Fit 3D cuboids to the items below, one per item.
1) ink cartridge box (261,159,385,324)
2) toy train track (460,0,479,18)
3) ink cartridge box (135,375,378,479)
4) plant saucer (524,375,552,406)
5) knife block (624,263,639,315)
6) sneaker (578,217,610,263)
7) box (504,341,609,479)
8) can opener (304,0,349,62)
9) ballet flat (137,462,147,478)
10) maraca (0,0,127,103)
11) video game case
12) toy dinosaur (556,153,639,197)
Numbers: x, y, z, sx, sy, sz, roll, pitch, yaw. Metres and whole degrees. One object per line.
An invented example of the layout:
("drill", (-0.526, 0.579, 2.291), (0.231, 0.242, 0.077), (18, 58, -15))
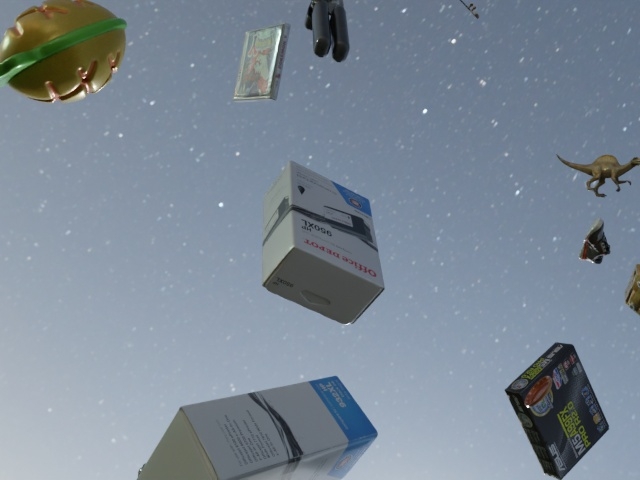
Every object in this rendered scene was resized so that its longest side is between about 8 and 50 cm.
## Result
("ink cartridge box", (0.000, 0.000, 1.872), (0.285, 0.395, 0.166), (25, -56, -22))
("toy train track", (0.287, -0.468, 1.345), (0.083, 0.048, 0.014), (33, -65, -29))
("ink cartridge box", (-0.099, 0.339, 1.027), (0.129, 0.307, 0.223), (52, -56, 32))
("plant saucer", (0.485, 0.336, 1.516), (0.013, 0.083, 0.083), (40, -38, 5))
("knife block", (0.703, 0.105, 1.158), (0.276, 0.242, 0.088), (48, -22, 35))
("sneaker", (0.662, 0.003, 1.622), (0.064, 0.061, 0.158), (27, -22, 24))
("box", (0.606, 0.430, 1.741), (0.060, 0.216, 0.270), (-4, -64, 61))
("can opener", (0.011, -0.437, 1.411), (0.075, 0.284, 0.095), (12, -47, -13))
("ballet flat", (-0.328, 0.526, 1.407), (0.074, 0.074, 0.203), (20, -32, 25))
("maraca", (-0.273, -0.184, 0.687), (0.127, 0.185, 0.099), (-16, -71, 42))
("video game case", (-0.149, -0.436, 1.692), (0.201, 0.023, 0.184), (14, -86, 55))
("toy dinosaur", (0.610, -0.146, 1.497), (0.183, 0.093, 0.053), (3, -16, 28))
